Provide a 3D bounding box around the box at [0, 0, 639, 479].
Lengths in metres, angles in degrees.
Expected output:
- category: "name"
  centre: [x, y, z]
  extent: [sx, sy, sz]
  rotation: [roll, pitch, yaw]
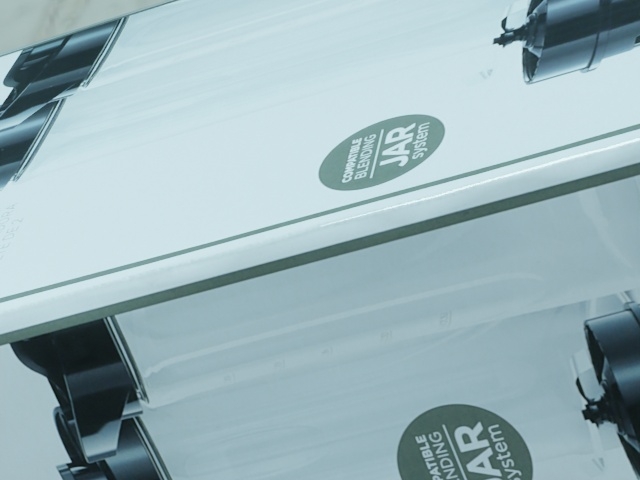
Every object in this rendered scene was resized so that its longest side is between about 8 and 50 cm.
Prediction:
- category: "box"
  centre: [0.000, 0.000, 0.471]
  extent: [0.290, 0.087, 0.169]
  rotation: [-15, 27, 19]
